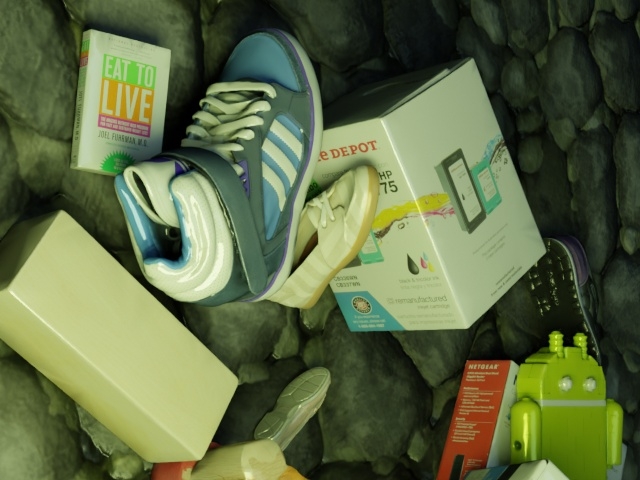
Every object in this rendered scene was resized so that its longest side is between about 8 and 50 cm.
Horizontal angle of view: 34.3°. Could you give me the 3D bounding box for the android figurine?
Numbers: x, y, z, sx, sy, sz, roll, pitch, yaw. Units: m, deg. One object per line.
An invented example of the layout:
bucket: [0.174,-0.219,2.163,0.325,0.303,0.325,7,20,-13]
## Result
android figurine: [0.344,0.264,1.453,0.248,0.056,0.272,11,79,-43]

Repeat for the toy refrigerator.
toy refrigerator: [-0.212,0.102,1.021,0.269,0.094,0.102,49,48,-30]

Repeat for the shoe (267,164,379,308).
shoe: [0.000,0.000,1.176,0.058,0.219,0.076,10,41,-27]

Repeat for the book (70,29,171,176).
book: [-0.212,-0.140,1.091,0.096,0.035,0.144,9,82,-42]

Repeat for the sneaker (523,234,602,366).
sneaker: [0.401,0.130,1.608,0.124,0.107,0.283,-9,92,-50]

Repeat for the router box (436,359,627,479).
router box: [0.299,0.375,1.491,0.335,0.082,0.301,35,62,-36]

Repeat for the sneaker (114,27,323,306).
sneaker: [-0.108,-0.092,1.082,0.236,0.130,0.322,15,80,-62]

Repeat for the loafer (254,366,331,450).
loafer: [-0.030,0.202,1.224,0.125,0.045,0.039,-45,133,-30]

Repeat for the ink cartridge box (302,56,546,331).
ink cartridge box: [0.109,-0.053,1.275,0.197,0.198,0.270,-37,110,-39]

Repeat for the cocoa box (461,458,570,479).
cocoa box: [0.275,0.458,1.206,0.347,0.228,0.231,43,68,-2]

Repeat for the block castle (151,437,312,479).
block castle: [-0.100,0.448,1.014,0.303,0.213,0.453,39,53,-21]
